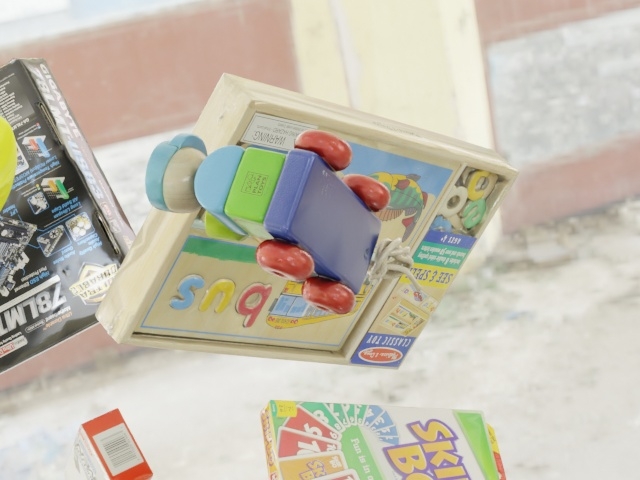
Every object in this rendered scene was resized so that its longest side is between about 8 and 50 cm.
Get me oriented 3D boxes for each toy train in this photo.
[{"bbox_3d":[-0.024,-0.007,1.057,0.143,0.105,0.248,14,-13,25],"label":"toy train"}]

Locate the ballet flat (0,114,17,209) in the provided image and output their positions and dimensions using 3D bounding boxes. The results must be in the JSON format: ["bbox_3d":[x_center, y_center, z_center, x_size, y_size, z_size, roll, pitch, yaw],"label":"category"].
[{"bbox_3d":[-0.352,-0.019,1.315,0.077,0.231,0.077,22,33,-20],"label":"ballet flat"}]

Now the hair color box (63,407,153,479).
[{"bbox_3d":[-0.252,0.275,1.614,0.053,0.093,0.167,-23,-20,-27],"label":"hair color box"}]

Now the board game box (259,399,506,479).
[{"bbox_3d":[0.073,0.221,1.331,0.259,0.039,0.124,7,54,-25],"label":"board game box"}]

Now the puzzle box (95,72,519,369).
[{"bbox_3d":[0.000,0.000,1.369,0.409,0.272,0.052,9,28,-46],"label":"puzzle box"}]

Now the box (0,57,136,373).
[{"bbox_3d":[-0.370,-0.007,1.518,0.295,0.293,0.073,-28,1,16],"label":"box"}]
